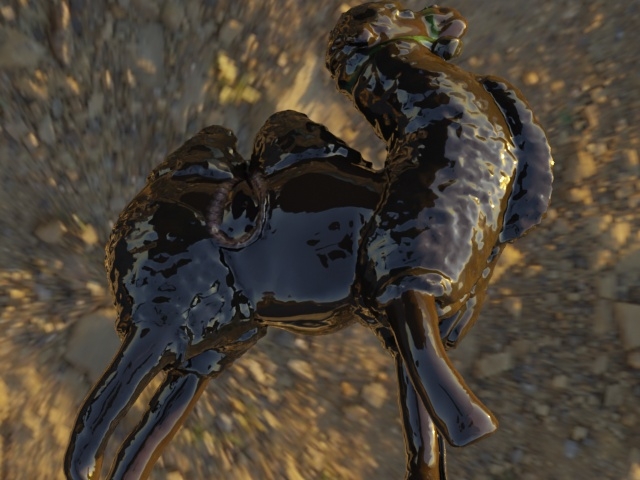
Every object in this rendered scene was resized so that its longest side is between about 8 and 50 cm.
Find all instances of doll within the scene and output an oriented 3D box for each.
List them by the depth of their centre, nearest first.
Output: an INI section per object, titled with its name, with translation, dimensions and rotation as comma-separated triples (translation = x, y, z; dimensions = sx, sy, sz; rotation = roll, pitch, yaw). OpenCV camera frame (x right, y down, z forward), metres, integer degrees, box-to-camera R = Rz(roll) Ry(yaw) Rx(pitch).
[doll]
translation = 0.000, 0.000, 0.509
dimensions = 0.139, 0.057, 0.165
rotation = -4, 62, 17
